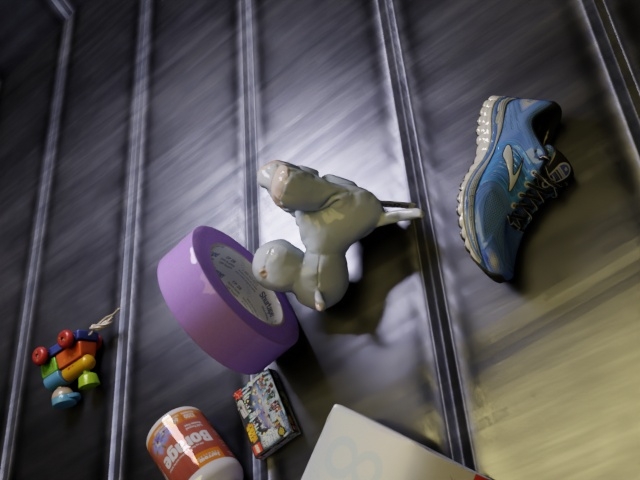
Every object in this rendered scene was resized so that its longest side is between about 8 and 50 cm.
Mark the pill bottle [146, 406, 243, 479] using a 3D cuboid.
[{"bbox_3d":[-0.216,0.412,1.174,0.216,0.121,0.121,38,93,40],"label":"pill bottle"}]

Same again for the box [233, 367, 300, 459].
[{"bbox_3d":[-0.101,0.318,1.198,0.094,0.027,0.137,-40,52,15],"label":"box"}]

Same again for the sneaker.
[{"bbox_3d":[0.315,-0.092,1.036,0.147,0.130,0.330,1,69,38],"label":"sneaker"}]

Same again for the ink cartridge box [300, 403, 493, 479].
[{"bbox_3d":[0.124,0.453,0.914,0.385,0.091,0.308,18,77,34],"label":"ink cartridge box"}]

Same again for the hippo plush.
[{"bbox_3d":[0.000,0.000,1.201,0.294,0.234,0.236,17,99,-3],"label":"hippo plush"}]

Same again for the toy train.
[{"bbox_3d":[-0.534,0.272,1.480,0.248,0.105,0.143,-32,65,19],"label":"toy train"}]

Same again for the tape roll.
[{"bbox_3d":[-0.162,0.105,1.179,0.090,0.275,0.275,-40,52,14],"label":"tape roll"}]
